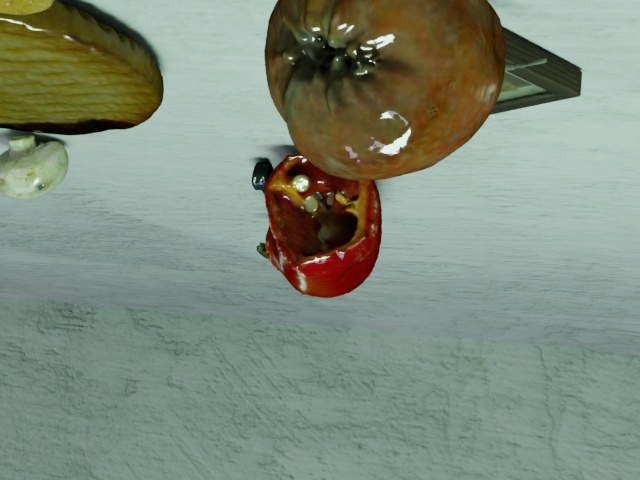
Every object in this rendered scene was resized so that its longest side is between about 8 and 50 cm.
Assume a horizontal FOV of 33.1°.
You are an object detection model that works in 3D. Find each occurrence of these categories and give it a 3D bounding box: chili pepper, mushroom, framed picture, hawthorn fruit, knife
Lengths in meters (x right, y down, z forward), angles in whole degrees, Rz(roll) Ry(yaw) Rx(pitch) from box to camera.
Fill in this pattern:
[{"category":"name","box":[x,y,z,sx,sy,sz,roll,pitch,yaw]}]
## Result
[{"category":"chili pepper","box":[0.004,0.003,1.238,0.131,0.135,0.338,-19,168,-7]},{"category":"mushroom","box":[-0.316,-0.082,1.173,0.083,0.068,0.083,-10,-160,4]},{"category":"framed picture","box":[0.095,-0.125,0.833,0.127,0.023,0.168,16,166,-40]},{"category":"hawthorn fruit","box":[0.044,-0.103,0.657,0.149,0.149,0.189,1,169,26]},{"category":"knife","box":[-0.060,-0.063,1.206,0.018,0.031,0.121,3,170,7]}]

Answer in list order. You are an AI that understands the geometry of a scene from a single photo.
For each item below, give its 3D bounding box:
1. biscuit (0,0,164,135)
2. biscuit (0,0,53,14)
[{"category":"biscuit","box":[-0.285,-0.149,0.884,0.317,0.040,0.318,5,169,1]},{"category":"biscuit","box":[-0.195,-0.192,0.625,0.158,0.035,0.240,13,168,-12]}]
